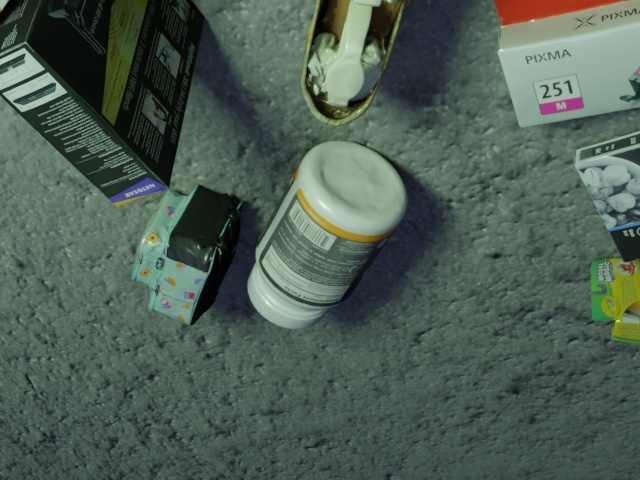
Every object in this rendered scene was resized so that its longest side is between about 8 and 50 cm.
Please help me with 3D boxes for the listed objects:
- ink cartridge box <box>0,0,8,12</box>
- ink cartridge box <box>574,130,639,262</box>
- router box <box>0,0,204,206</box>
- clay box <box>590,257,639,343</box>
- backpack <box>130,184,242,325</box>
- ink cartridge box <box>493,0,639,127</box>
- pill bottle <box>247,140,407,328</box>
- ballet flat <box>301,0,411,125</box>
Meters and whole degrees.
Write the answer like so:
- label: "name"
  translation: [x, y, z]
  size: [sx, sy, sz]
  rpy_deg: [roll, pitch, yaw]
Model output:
- label: "ink cartridge box"
  translation: [-0.445, -0.322, 1.152]
  size: [0.131, 0.306, 0.226]
  rpy_deg: [28, 100, -48]
- label: "ink cartridge box"
  translation: [0.478, -0.070, 1.451]
  size: [0.208, 0.045, 0.206]
  rpy_deg: [-17, 129, 26]
- label: "router box"
  translation: [-0.253, -0.233, 1.242]
  size: [0.081, 0.309, 0.243]
  rpy_deg: [-18, 135, 25]
- label: "clay box"
  translation: [0.504, 0.089, 1.549]
  size: [0.222, 0.127, 0.053]
  rpy_deg: [2, 135, 12]
- label: "backpack"
  translation: [-0.206, 0.027, 1.620]
  size: [0.144, 0.166, 0.188]
  rpy_deg: [14, 133, 1]
- label: "ink cartridge box"
  translation: [0.345, -0.263, 1.273]
  size: [0.275, 0.060, 0.239]
  rpy_deg: [-8, 134, 21]
- label: "pill bottle"
  translation: [0.000, 0.000, 1.549]
  size: [0.162, 0.162, 0.278]
  rpy_deg: [22, 137, -10]
- label: "ballet flat"
  translation: [0.047, -0.266, 1.187]
  size: [0.123, 0.123, 0.348]
  rpy_deg: [14, 137, -2]
